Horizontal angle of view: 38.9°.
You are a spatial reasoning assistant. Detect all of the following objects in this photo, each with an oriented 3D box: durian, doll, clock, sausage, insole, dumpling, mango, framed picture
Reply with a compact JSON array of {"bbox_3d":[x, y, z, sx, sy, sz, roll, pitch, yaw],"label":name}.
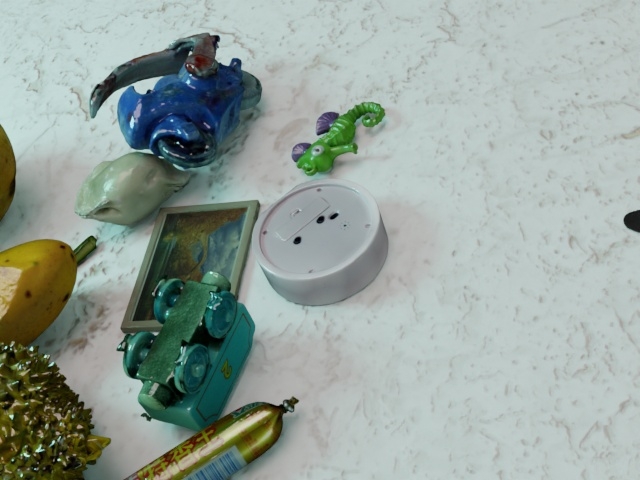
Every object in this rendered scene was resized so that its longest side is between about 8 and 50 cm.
[{"bbox_3d":[-0.424,0.259,1.181,0.258,0.258,0.293,-42,60,-17],"label":"durian"},{"bbox_3d":[0.032,-0.173,1.508,0.115,0.050,0.190,21,58,37],"label":"doll"},{"bbox_3d":[0.000,0.000,1.355,0.197,0.068,0.197,-11,47,12],"label":"clock"},{"bbox_3d":[-0.183,0.305,1.152,0.372,0.082,0.082,-32,47,-9],"label":"sausage"},{"bbox_3d":[0.495,-0.027,1.240,0.153,0.002,0.053,-3,50,18],"label":"insole"},{"bbox_3d":[-0.324,-0.094,1.532,0.199,0.118,0.136,-16,35,-19],"label":"dumpling"},{"bbox_3d":[-0.492,0.101,1.368,0.290,0.191,0.160,-35,81,-8],"label":"mango"},{"bbox_3d":[-0.202,0.037,1.433,0.184,0.016,0.250,-4,50,18],"label":"framed picture"}]

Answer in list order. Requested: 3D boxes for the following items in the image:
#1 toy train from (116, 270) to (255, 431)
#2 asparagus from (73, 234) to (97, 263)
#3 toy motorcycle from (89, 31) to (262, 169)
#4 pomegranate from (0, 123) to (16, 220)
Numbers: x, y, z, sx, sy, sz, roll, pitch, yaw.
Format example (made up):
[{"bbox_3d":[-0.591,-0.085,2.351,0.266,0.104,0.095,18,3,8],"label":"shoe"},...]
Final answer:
[{"bbox_3d":[-0.173,0.150,1.222,0.112,0.163,0.203,11,57,26],"label":"toy train"},{"bbox_3d":[-0.414,0.033,1.510,0.108,0.025,0.021,-44,30,-15],"label":"asparagus"},{"bbox_3d":[-0.249,-0.225,1.567,0.241,0.182,0.319,-3,32,23],"label":"toy motorcycle"},{"bbox_3d":[-0.664,-0.126,1.563,0.307,0.307,0.307,-10,48,12],"label":"pomegranate"}]
